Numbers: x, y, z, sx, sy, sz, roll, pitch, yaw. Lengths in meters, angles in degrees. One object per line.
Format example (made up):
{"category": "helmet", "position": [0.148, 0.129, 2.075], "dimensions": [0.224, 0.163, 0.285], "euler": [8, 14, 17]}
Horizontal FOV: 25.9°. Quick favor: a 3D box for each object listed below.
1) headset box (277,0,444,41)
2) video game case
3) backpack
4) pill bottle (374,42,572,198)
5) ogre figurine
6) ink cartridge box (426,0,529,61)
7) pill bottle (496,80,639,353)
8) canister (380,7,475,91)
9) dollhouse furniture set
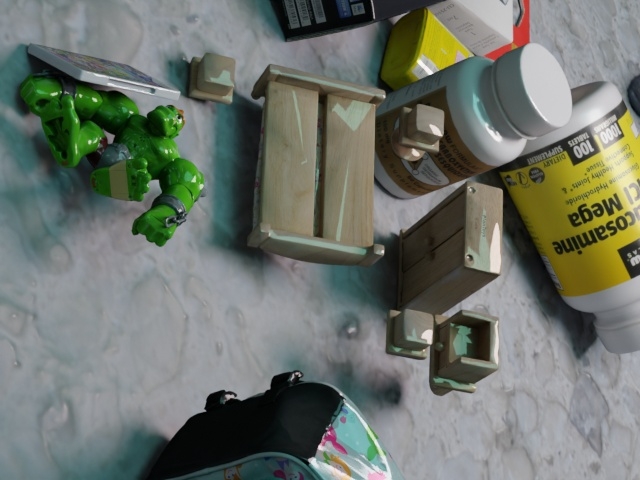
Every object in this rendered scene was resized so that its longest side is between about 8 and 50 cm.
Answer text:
{"category": "headset box", "position": [0.060, -0.386, 1.650], "dimensions": [0.283, 0.131, 0.246], "euler": [-26, 107, -52]}
{"category": "video game case", "position": [-0.203, -0.159, 1.313], "dimensions": [0.122, 0.087, 0.011], "euler": [7, 107, -49]}
{"category": "backpack", "position": [-0.015, 0.269, 1.222], "dimensions": [0.253, 0.225, 0.191], "euler": [48, 44, -21]}
{"category": "pill bottle", "position": [0.170, -0.141, 1.625], "dimensions": [0.131, 0.229, 0.131], "euler": [24, 56, -42]}
{"category": "ogre figurine", "position": [-0.182, -0.083, 1.288], "dimensions": [0.197, 0.097, 0.118], "euler": [28, 23, 20]}
{"category": "ink cartridge box", "position": [0.241, -0.388, 1.957], "dimensions": [0.261, 0.066, 0.296], "euler": [28, 54, -39]}
{"category": "pill bottle", "position": [0.373, -0.027, 1.850], "dimensions": [0.188, 0.188, 0.334], "euler": [-39, 104, -51]}
{"category": "canister", "position": [0.159, -0.200, 1.766], "dimensions": [0.170, 0.073, 0.126], "euler": [40, 47, -30]}
{"category": "dollhouse furniture set", "position": [0.000, 0.000, 1.505], "dimensions": [0.355, 0.174, 0.303], "euler": [12, 64, -19]}
